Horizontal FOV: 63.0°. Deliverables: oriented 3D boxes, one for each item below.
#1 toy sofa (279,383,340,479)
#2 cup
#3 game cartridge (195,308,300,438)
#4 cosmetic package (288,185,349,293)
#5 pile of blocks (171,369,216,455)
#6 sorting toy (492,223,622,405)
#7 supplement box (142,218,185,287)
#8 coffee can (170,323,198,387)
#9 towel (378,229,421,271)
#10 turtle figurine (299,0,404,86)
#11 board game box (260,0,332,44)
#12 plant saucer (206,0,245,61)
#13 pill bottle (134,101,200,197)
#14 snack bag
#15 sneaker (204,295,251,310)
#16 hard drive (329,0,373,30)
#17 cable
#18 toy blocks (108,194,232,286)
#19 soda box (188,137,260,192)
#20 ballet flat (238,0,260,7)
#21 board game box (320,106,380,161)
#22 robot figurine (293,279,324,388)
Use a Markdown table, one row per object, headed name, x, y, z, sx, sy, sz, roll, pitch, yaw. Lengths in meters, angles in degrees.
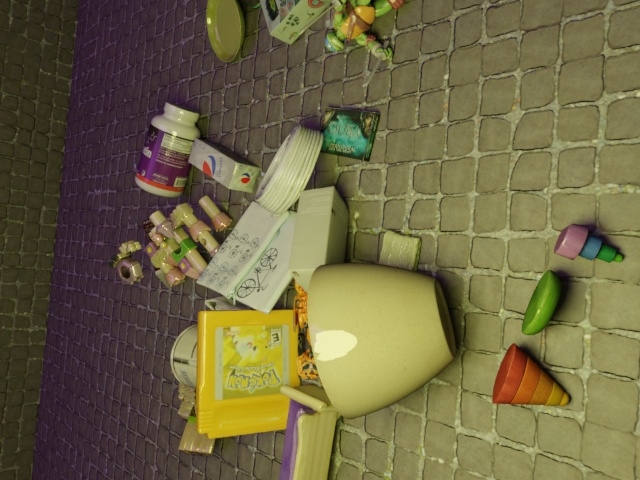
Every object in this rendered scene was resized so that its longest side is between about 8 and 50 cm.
| name | x | y | z | sx | sy | sz | roll | pitch | yaw |
| --- | --- | --- | --- | --- | --- | --- | --- | --- | --- |
| toy sofa | -0.057 | 0.558 | 1.316 | 0.150 | 0.177 | 0.362 | 10 | 93 | 45 |
| cup | 0.146 | 0.184 | 1.096 | 0.237 | 0.331 | 0.331 | -16 | 73 | 18 |
| game cartridge | -0.187 | 0.347 | 1.397 | 0.053 | 0.285 | 0.323 | -16 | 73 | 61 |
| cosmetic package | 0.000 | 0.000 | 1.294 | 0.107 | 0.127 | 0.238 | -8 | 58 | 20 |
| pile of blocks | -0.396 | 0.542 | 1.729 | 0.112 | 0.149 | 0.362 | 82 | 171 | -54 |
| sorting toy | 0.436 | 0.156 | 0.946 | 0.126 | 0.127 | 0.365 | 23 | 100 | 14 |
| supplement box | -0.579 | 0.041 | 1.929 | 0.073 | 0.130 | 0.239 | -22 | 62 | -6 |
| coffee can | -0.288 | 0.355 | 1.553 | 0.275 | 0.201 | 0.201 | -4 | 82 | 45 |
| towel | 0.182 | 0.056 | 1.241 | 0.110 | 0.027 | 0.148 | 17 | 97 | 44 |
| turtle figurine | 0.123 | -0.534 | 1.253 | 0.198 | 0.274 | 0.266 | 42 | 114 | -9 |
| board game box | -0.048 | -0.766 | 1.523 | 0.303 | 0.097 | 0.224 | -34 | 62 | 36 |
| plant saucer | -0.319 | -0.738 | 1.787 | 0.241 | 0.037 | 0.241 | 28 | 126 | 47 |
| pill bottle | -0.551 | -0.332 | 1.914 | 0.181 | 0.181 | 0.323 | 34 | 109 | 42 |
| snack bag | -0.171 | 0.037 | 1.484 | 0.342 | 0.037 | 0.323 | 18 | 67 | 45 |
| sneaker | -0.288 | 0.236 | 1.644 | 0.212 | 0.094 | 0.080 | 22 | 100 | 44 |
| hard drive | 0.085 | -0.630 | 1.423 | 0.135 | 0.022 | 0.094 | 12 | 94 | 45 |
| cable | -0.086 | -0.194 | 1.424 | 0.257 | 0.089 | 0.257 | -66 | 14 | -9 |
| toy blocks | -0.436 | 0.058 | 1.685 | 0.288 | 0.309 | 0.260 | -42 | 83 | 31 |
| soda box | -0.326 | -0.253 | 1.739 | 0.286 | 0.098 | 0.091 | 33 | 109 | 41 |
| ballet flat | -0.294 | -0.871 | 1.779 | 0.280 | 0.096 | 0.095 | 36 | 94 | 41 |
| board game box | 0.070 | -0.286 | 1.395 | 0.186 | 0.026 | 0.126 | 20 | 100 | 45 |
| robot figurine | -0.001 | 0.237 | 1.362 | 0.211 | 0.085 | 0.291 | -10 | 78 | 45 |
